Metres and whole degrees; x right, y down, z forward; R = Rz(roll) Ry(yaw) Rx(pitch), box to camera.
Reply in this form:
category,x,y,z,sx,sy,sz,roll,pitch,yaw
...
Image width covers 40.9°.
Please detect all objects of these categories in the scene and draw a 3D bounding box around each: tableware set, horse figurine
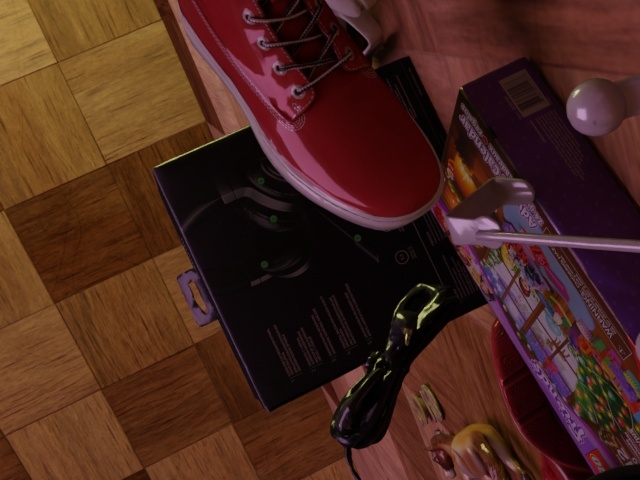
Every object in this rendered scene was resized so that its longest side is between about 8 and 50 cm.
category,x,y,z,sx,sy,sz,roll,pitch,yaw
tableware set,0.189,0.307,1.404,0.141,0.020,0.168,62,170,12
horse figurine,0.215,0.301,1.113,0.174,0.066,0.263,54,170,21

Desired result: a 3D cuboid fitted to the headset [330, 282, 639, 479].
category,x,y,z,sx,sy,sz,roll,pitch,yaw
headset,0.189,0.192,0.545,0.394,0.185,0.243,30,159,4

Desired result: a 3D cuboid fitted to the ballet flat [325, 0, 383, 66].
category,x,y,z,sx,sy,sz,roll,pitch,yaw
ballet flat,0.016,-0.230,0.770,0.106,0.107,0.316,45,172,15

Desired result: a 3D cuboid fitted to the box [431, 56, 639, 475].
category,x,y,z,sx,sy,sz,roll,pitch,yaw
box,0.183,0.041,0.621,0.293,0.057,0.201,61,170,20

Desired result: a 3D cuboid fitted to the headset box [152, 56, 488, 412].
category,x,y,z,sx,sy,sz,roll,pitch,yaw
headset box,0.000,0.000,0.834,0.246,0.283,0.131,64,170,1

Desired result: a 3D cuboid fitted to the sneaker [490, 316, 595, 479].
category,x,y,z,sx,sy,sz,roll,pitch,yaw
sneaker,0.203,0.166,0.764,0.221,0.087,0.128,65,169,7

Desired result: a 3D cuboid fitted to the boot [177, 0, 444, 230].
category,x,y,z,sx,sy,sz,roll,pitch,yaw
boot,-0.015,-0.122,0.515,0.244,0.088,0.176,48,168,15

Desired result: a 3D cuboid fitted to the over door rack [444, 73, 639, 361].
category,x,y,z,sx,sy,sz,roll,pitch,yaw
over door rack,0.117,-0.076,0.372,0.324,0.108,0.239,19,134,60
